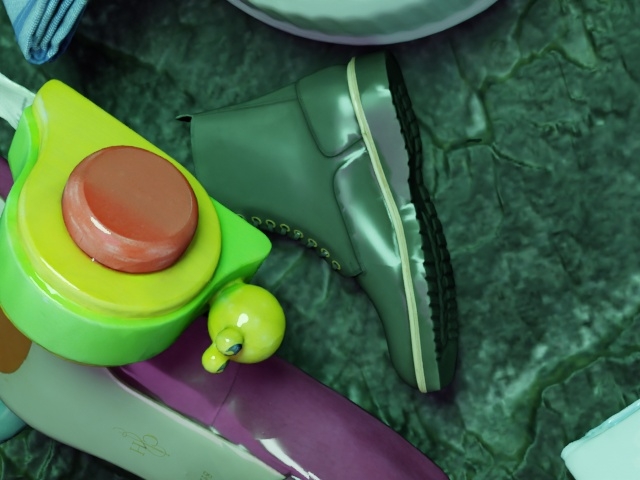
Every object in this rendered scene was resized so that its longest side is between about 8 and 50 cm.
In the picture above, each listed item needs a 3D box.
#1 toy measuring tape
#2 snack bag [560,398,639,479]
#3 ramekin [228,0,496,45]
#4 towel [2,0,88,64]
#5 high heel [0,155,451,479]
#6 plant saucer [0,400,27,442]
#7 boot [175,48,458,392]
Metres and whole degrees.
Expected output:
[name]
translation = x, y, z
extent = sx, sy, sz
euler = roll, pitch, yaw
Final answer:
[toy measuring tape]
translation = -0.164, -0.028, 0.710
extent = 0.330, 0.121, 0.121
euler = 35, 105, -1
[snack bag]
translation = 0.314, 0.130, 0.678
extent = 0.323, 0.342, 0.037
euler = -38, 130, 12
[ramekin]
translation = 0.014, -0.237, 0.723
extent = 0.272, 0.127, 0.273
euler = 2, 102, 8
[towel]
translation = -0.125, -0.250, 0.681
extent = 0.285, 0.034, 0.209
euler = -49, 58, 44
[high heel]
translation = -0.086, 0.071, 0.847
extent = 0.377, 0.181, 0.127
euler = 52, 134, 12
[plant saucer]
translation = -0.236, 0.081, 0.883
extent = 0.119, 0.021, 0.119
euler = 2, 102, 8
[boot]
translation = 0.000, 0.000, 0.812
extent = 0.137, 0.077, 0.198
euler = -12, 87, 15
